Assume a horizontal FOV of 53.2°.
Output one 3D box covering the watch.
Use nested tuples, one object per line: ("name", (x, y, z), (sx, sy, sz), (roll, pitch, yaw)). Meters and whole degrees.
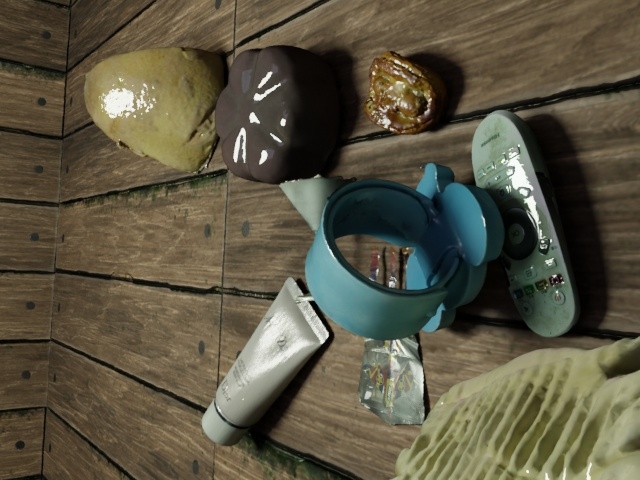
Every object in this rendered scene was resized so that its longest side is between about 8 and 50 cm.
("watch", (0.082, 0.012, 0.738), (0.211, 0.193, 0.211), (177, 90, -70))

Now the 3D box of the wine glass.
("wine glass", (0.000, 0.000, 0.945), (0.122, 0.122, 0.183), (-8, 83, 53))

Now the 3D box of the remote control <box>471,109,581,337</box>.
("remote control", (0.223, -0.022, 0.697), (0.097, 0.045, 0.256), (-33, 63, 59))

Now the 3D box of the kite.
("kite", (0.096, 0.129, 0.879), (0.141, 0.015, 0.245), (0, 90, 53))

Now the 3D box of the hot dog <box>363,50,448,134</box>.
("hot dog", (0.105, -0.200, 0.861), (0.147, 0.065, 0.099), (44, 130, 44))

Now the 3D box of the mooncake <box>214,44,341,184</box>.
("mooncake", (-0.073, -0.204, 1.057), (0.245, 0.133, 0.245), (0, 90, 47))

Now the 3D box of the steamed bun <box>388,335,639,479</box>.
("steamed bun", (0.195, 0.263, 0.511), (0.352, 0.339, 0.247), (-30, 100, 44))

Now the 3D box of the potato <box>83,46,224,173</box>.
("potato", (-0.347, -0.283, 1.333), (0.189, 0.264, 0.211), (-37, 51, 57))

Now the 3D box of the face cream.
("face cream", (-0.097, 0.222, 1.092), (0.314, 0.089, 0.143), (-55, 46, 20))
